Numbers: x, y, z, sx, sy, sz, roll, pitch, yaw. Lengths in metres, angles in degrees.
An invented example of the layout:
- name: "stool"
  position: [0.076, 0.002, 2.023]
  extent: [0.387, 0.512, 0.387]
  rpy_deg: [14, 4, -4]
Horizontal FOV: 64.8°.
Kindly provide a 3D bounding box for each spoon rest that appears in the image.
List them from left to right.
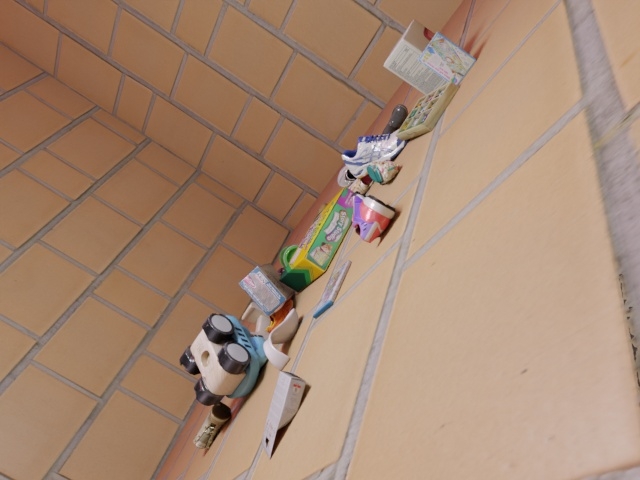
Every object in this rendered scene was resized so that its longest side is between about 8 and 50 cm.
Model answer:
- name: "spoon rest"
  position: [-0.129, 0.308, 1.628]
  extent: [0.137, 0.084, 0.276]
  rpy_deg: [-55, 8, 16]

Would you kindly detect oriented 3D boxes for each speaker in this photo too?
- name: "speaker"
  position: [-0.130, 0.085, 2.469]
  extent: [0.131, 0.131, 0.296]
  rpy_deg: [-58, 7, -6]

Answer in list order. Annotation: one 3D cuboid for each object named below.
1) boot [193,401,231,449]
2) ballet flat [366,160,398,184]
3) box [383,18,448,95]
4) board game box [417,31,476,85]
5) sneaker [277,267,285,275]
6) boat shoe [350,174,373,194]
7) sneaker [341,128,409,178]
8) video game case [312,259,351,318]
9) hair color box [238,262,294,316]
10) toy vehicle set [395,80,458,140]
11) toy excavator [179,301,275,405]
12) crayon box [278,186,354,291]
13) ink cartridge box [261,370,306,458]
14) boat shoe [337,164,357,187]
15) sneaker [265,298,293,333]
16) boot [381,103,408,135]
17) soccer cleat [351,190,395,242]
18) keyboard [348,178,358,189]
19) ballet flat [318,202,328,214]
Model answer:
- name: "boot"
  position: [-0.401, 0.687, 1.847]
  extent: [0.165, 0.077, 0.213]
  rpy_deg: [-58, 2, -10]
- name: "ballet flat"
  position: [0.222, -0.242, 1.764]
  extent: [0.077, 0.091, 0.241]
  rpy_deg: [-27, 13, 0]
- name: "box"
  position: [0.368, -0.634, 1.784]
  extent: [0.126, 0.232, 0.148]
  rpy_deg: [-62, 9, -28]
- name: "board game box"
  position: [0.404, -0.579, 1.615]
  extent: [0.103, 0.154, 0.026]
  rpy_deg: [-54, 8, 25]
- name: "sneaker"
  position: [-0.216, 0.194, 2.672]
  extent: [0.162, 0.106, 0.281]
  rpy_deg: [-57, 6, -23]
- name: "boat shoe"
  position: [0.170, -0.226, 2.036]
  extent: [0.170, 0.063, 0.059]
  rpy_deg: [-56, 1, 2]
- name: "sneaker"
  position: [0.206, -0.355, 1.925]
  extent: [0.297, 0.131, 0.111]
  rpy_deg: [-33, 19, 33]
- name: "video game case"
  position: [0.034, 0.146, 1.505]
  extent: [0.119, 0.015, 0.166]
  rpy_deg: [-48, 12, 51]
- name: "hair color box"
  position: [-0.214, 0.194, 2.075]
  extent: [0.105, 0.174, 0.347]
  rpy_deg: [-42, -2, 1]
- name: "toy vehicle set"
  position: [0.354, -0.430, 1.708]
  extent: [0.165, 0.035, 0.267]
  rpy_deg: [-57, 11, -3]
- name: "toy excavator"
  position: [-0.295, 0.400, 1.925]
  extent: [0.222, 0.445, 0.433]
  rpy_deg: [-54, 49, 18]
- name: "crayon box"
  position: [0.000, 0.000, 2.016]
  extent: [0.362, 0.106, 0.313]
  rpy_deg: [-61, 8, -28]
- name: "ink cartridge box"
  position: [-0.087, 0.402, 1.174]
  extent: [0.145, 0.045, 0.179]
  rpy_deg: [150, 134, -74]
- name: "boat shoe"
  position: [0.155, -0.327, 2.501]
  extent: [0.267, 0.096, 0.088]
  rpy_deg: [-34, 18, 52]
- name: "sneaker"
  position: [-0.158, 0.291, 1.973]
  extent: [0.064, 0.067, 0.175]
  rpy_deg: [-52, 7, 48]
- name: "boot"
  position: [0.298, -0.470, 2.198]
  extent: [0.208, 0.076, 0.189]
  rpy_deg: [-54, -11, -36]
- name: "soccer cleat"
  position: [0.129, -0.069, 1.466]
  extent: [0.116, 0.109, 0.318]
  rpy_deg: [-61, 9, 4]
- name: "keyboard"
  position: [0.155, -0.244, 2.130]
  extent: [0.256, 0.014, 0.072]
  rpy_deg: [-47, -9, 26]
- name: "ballet flat"
  position: [0.022, -0.113, 2.606]
  extent: [0.073, 0.080, 0.232]
  rpy_deg: [-15, 37, 37]
